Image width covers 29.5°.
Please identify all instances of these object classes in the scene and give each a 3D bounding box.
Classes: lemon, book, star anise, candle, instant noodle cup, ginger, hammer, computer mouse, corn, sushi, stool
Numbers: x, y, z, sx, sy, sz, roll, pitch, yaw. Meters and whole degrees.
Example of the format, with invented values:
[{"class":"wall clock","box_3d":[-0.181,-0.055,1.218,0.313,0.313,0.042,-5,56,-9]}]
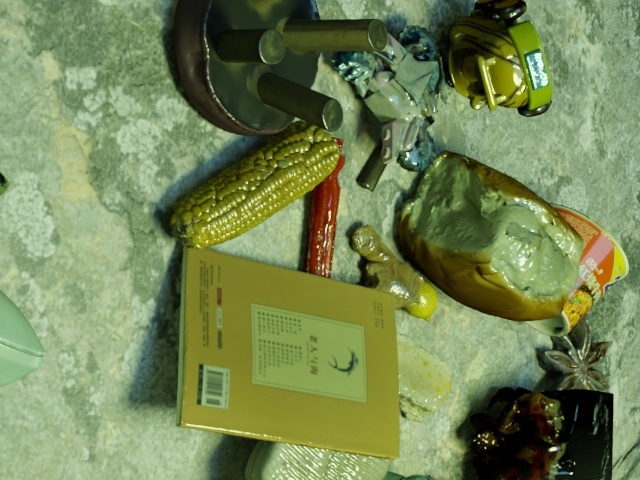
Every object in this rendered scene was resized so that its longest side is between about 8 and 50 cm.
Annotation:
[{"class":"lemon","box_3d":[0.166,0.099,2.055,0.065,0.065,0.092,-39,112,-36]},{"class":"book","box_3d":[-0.039,0.167,1.772,0.389,0.032,0.268,17,63,-34]},{"class":"star anise","box_3d":[0.500,0.274,2.403,0.230,0.081,0.262,29,63,-44]},{"class":"candle","box_3d":[0.000,0.000,1.888,0.051,0.048,0.329,5,91,-54]},{"class":"instant noodle cup","box_3d":[0.431,0.063,2.240,0.174,0.213,0.213,-49,126,-20]},{"class":"ginger","box_3d":[0.096,0.054,1.982,0.165,0.067,0.096,45,68,-18]},{"class":"hammer","box_3d":[0.140,-0.200,2.027,0.125,0.027,0.297,48,62,-38]},{"class":"computer mouse","box_3d":[-0.429,0.067,1.374,0.097,0.159,0.288,-54,132,-8]},{"class":"corn","box_3d":[-0.091,-0.074,1.753,0.313,0.102,0.102,-40,121,-35]},{"class":"sushi","box_3d":[0.376,0.375,2.187,0.212,0.227,0.215,4,86,-39]},{"class":"stool","box_3d":[-0.056,-0.281,1.710,0.272,0.179,0.272,-7,99,-47]}]

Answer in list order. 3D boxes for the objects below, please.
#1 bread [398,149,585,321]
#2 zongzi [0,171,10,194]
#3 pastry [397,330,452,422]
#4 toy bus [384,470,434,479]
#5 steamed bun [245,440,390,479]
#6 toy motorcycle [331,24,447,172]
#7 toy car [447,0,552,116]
[{"class":"bread","box_3d":[0.286,0.005,2.034,0.250,0.279,0.225,35,83,-41]},{"class":"zongzi","box_3d":[-0.441,-0.078,1.433,0.109,0.055,0.119,-45,112,-31]},{"class":"pastry","box_3d":[0.132,0.220,2.024,0.258,0.089,0.121,39,74,-37]},{"class":"toy bus","box_3d":[0.156,0.471,1.907,0.190,0.312,0.152,-14,104,-44]},{"class":"steamed bun","box_3d":[-0.025,0.346,1.829,0.211,0.144,0.218,40,57,-23]},{"class":"toy motorcycle","box_3d":[0.098,-0.237,1.926,0.204,0.108,0.239,9,60,-32]},{"class":"toy car","box_3d":[0.286,-0.297,2.042,0.142,0.248,0.200,-21,109,-6]}]
